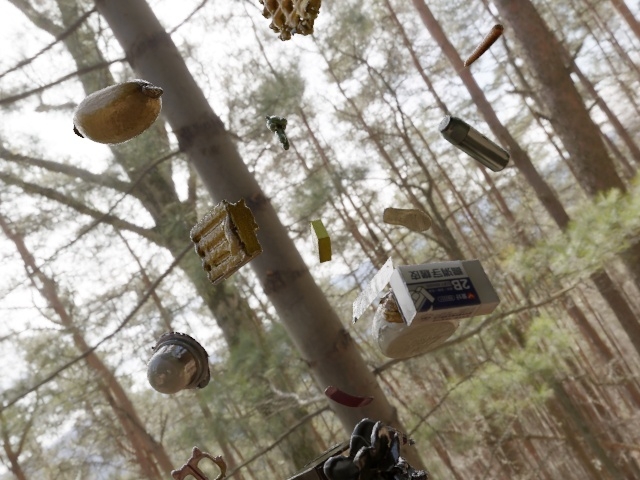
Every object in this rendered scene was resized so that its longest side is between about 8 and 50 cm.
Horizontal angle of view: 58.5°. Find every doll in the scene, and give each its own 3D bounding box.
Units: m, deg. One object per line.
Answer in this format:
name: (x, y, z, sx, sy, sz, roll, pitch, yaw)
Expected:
doll: (-0.143, -0.398, 2.091, 0.077, 0.151, 0.115, -32, -32, 15)

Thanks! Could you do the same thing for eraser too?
eraser: (0.268, 0.109, 1.237, 0.210, 0.125, 0.068, -4, -40, -19)
eraser: (0.000, 0.000, 1.882, 0.045, 0.097, 0.122, -13, 35, -8)

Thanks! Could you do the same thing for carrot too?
carrot: (0.489, -0.583, 1.733, 0.037, 0.037, 0.190, -26, -11, -30)

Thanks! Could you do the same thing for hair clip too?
hair clip: (0.077, 0.417, 1.514, 0.054, 0.137, 0.022, -54, 23, 39)

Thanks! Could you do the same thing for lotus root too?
lotus root: (-0.524, -0.319, 1.461, 0.303, 0.131, 0.146, -14, -37, 29)

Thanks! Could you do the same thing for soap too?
soap: (-0.377, 0.007, 2.290, 0.281, 0.259, 0.143, -32, -15, 37)

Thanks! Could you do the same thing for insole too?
insole: (0.245, -0.061, 1.596, 0.191, 0.063, 0.010, 7, 1, -38)

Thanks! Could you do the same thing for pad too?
pad: (0.200, 0.192, 2.225, 0.265, 0.009, 0.160, -53, 12, 20)

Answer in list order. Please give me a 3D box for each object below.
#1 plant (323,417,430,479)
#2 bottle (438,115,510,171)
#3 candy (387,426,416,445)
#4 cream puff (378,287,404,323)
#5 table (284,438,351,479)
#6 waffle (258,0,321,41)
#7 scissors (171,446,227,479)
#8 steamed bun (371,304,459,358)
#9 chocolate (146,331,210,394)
plant: (0.141, 0.545, 1.242, 0.198, 0.276, 0.188, -31, 6, -27)
bottle: (0.478, -0.305, 1.789, 0.080, 0.253, 0.096, -57, 22, 13)
candy: (0.269, 0.701, 2.051, 0.043, 0.174, 0.045, -55, 17, 18)
cream puff: (0.219, 0.167, 1.504, 0.133, 0.104, 0.119, -1, -6, 29)
table: (0.073, 0.717, 1.607, 0.282, 0.251, 0.196, -12, -23, -49)
waffle: (-0.076, -0.593, 1.290, 0.060, 0.281, 0.262, -22, 31, -34)
scissors: (-0.301, 0.736, 1.669, 0.160, 0.318, 0.024, -47, 26, -24)
steamed bun: (0.285, 0.240, 1.786, 0.282, 0.177, 0.283, -14, -32, -9)
chocolate: (-0.459, 0.409, 1.777, 0.221, 0.221, 0.147, -31, 12, 22)
